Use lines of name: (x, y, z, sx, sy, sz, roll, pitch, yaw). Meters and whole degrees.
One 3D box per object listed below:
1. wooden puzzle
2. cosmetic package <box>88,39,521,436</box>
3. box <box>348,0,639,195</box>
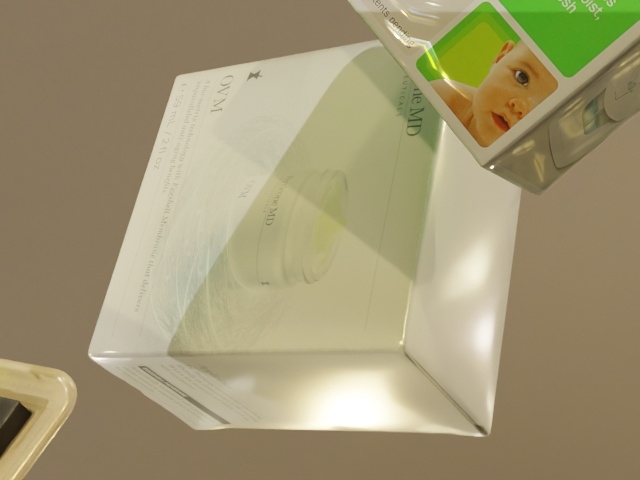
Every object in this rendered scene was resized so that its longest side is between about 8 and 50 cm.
wooden puzzle: (-0.342, 0.201, 0.918, 0.044, 0.221, 0.238, 52, -125, -37)
cosmetic package: (0.000, 0.000, 0.701, 0.225, 0.224, 0.138, -4, -32, 29)
box: (0.109, -0.197, 0.542, 0.231, 0.262, 0.127, -40, -18, 17)
